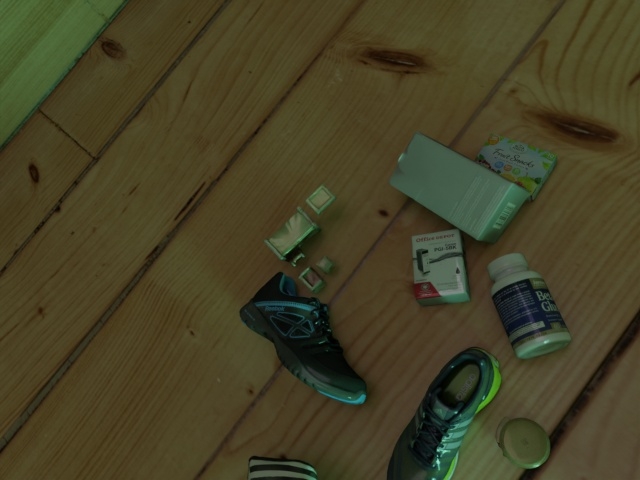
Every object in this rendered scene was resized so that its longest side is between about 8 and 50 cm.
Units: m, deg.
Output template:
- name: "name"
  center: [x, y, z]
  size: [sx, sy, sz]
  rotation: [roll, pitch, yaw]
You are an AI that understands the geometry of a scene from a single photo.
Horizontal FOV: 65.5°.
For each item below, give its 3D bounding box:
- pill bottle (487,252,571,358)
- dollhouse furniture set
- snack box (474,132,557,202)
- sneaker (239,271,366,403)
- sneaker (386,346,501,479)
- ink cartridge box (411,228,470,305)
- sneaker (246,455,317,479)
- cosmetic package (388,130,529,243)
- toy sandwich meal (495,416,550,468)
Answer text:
- name: "pill bottle"
  center: [0.356, 0.111, 0.870]
  size: [0.094, 0.094, 0.169]
  rotation: [-23, 59, 15]
- name: "dollhouse furniture set"
  center: [0.000, 0.000, 1.119]
  size: [0.182, 0.101, 0.161]
  rotation: [-44, 81, 1]
- name: "snack box"
  center: [0.387, -0.150, 1.011]
  size: [0.141, 0.037, 0.100]
  rotation: [29, 81, 34]
- name: "sneaker"
  center: [-0.026, 0.188, 1.000]
  size: [0.341, 0.125, 0.139]
  rotation: [36, 86, 34]
- name: "sneaker"
  center: [0.197, 0.304, 0.840]
  size: [0.111, 0.121, 0.300]
  rotation: [25, 80, 33]
- name: "ink cartridge box"
  center: [0.235, 0.053, 0.979]
  size: [0.099, 0.056, 0.135]
  rotation: [-10, 64, 22]
- name: "sneaker"
  center: [-0.114, 0.558, 0.867]
  size: [0.447, 0.169, 0.257]
  rotation: [-57, 12, 22]
- name: "cosmetic package"
  center: [0.267, -0.108, 0.994]
  size: [0.238, 0.107, 0.127]
  rotation: [42, 112, 36]
- name: "toy sandwich meal"
  center: [0.332, 0.332, 0.820]
  size: [0.086, 0.029, 0.085]
  rotation: [-6, 62, 11]
